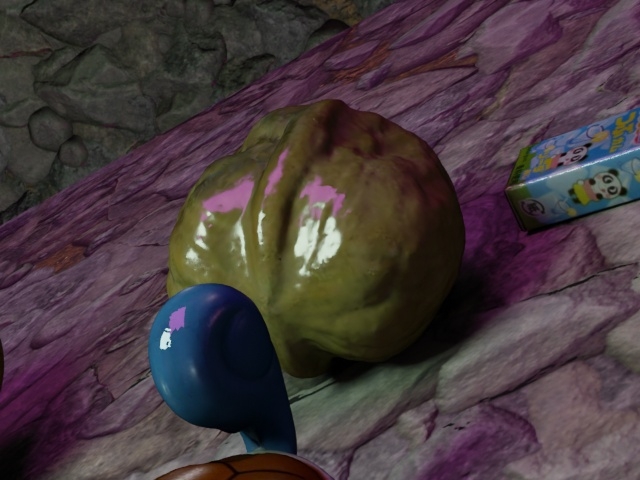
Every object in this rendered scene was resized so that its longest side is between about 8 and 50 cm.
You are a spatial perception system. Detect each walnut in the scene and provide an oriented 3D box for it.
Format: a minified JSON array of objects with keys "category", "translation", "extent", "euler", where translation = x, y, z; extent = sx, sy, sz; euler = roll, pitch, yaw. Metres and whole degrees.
[{"category":"walnut","translation":[-0.002,-0.001,1.183],"extent":[0.277,0.282,0.253],"euler":[-53,-13,-54]}]

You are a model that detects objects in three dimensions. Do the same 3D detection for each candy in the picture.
[{"category":"candy","translation":[0.293,-0.079,1.219],"extent":[0.195,0.062,0.097],"euler":[-18,23,32]}]

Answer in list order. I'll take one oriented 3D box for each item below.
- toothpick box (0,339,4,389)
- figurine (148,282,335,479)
[{"category":"toothpick box","translation":[-0.590,0.221,1.348],"extent":[0.425,0.409,0.409],"euler":[-35,19,-1]},{"category":"figurine","translation":[-0.064,0.245,0.814],"extent":[0.298,0.243,0.416],"euler":[-9,49,30]}]
